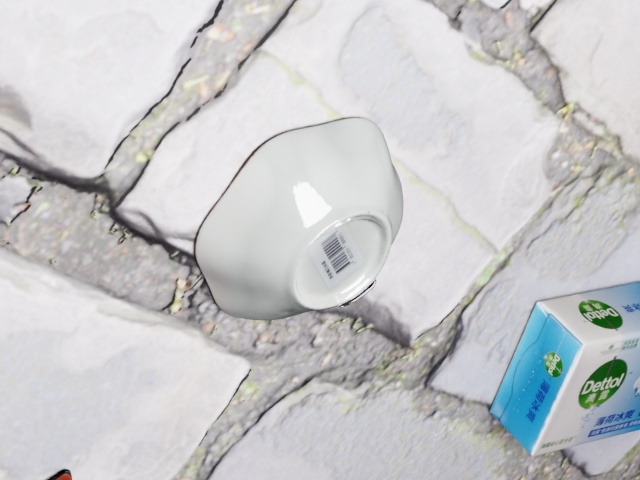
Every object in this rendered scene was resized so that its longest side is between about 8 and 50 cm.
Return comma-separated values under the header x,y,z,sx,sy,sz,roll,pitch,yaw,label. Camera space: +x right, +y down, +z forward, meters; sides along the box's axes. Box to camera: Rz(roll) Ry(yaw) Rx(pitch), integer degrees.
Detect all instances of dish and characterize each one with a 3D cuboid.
x,y,z,sx,sy,sz,roll,pitch,yaw,label
0.000,0.000,1.429,0.191,0.066,0.190,-25,139,-24,dish

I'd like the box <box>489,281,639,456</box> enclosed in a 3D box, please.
x,y,z,sx,sy,sz,roll,pitch,yaw,label
0.273,0.118,1.786,0.194,0.073,0.139,-8,131,-37,box

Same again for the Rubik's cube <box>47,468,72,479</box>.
x,y,z,sx,sy,sz,roll,pitch,yaw,label
-0.268,0.280,1.463,0.250,0.284,0.234,20,92,-15,Rubik's cube
